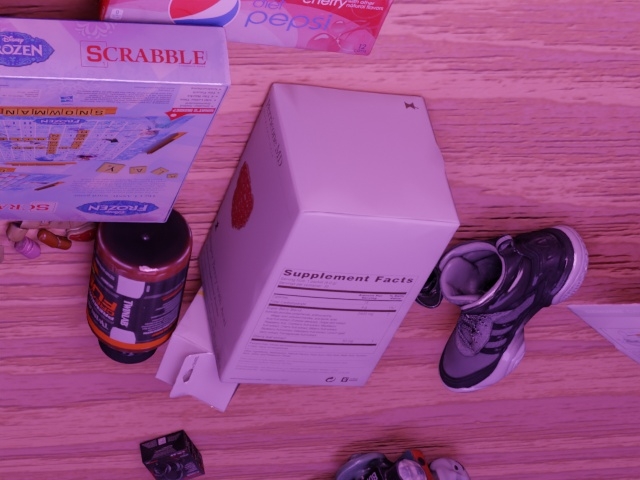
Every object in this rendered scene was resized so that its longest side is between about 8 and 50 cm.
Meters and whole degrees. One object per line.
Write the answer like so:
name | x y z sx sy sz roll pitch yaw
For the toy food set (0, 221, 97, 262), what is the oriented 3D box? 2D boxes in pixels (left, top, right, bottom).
toy food set | -0.292 -0.009 1.915 0.122 0.019 0.078 -11 144 -16

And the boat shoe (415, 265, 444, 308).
boat shoe | 0.118 0.044 2.087 0.049 0.040 0.142 -17 143 5

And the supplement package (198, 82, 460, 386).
supplement package | 0.000 0.000 1.880 0.175 0.177 0.293 4 140 -21

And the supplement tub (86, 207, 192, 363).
supplement tub | -0.200 0.052 1.949 0.106 0.106 0.198 -2 142 -14

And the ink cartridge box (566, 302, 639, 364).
ink cartridge box | 0.517 0.105 2.131 0.308 0.091 0.385 -3 156 37

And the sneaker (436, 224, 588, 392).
sneaker | 0.183 0.078 2.089 0.153 0.101 0.268 5 135 -39

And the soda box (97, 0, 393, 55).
soda box | -0.069 -0.237 1.628 0.263 0.083 0.092 3 140 -20

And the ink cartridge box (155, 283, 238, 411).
ink cartridge box | -0.116 0.114 2.003 0.090 0.143 0.092 27 138 2

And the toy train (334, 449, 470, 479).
toy train | 0.068 0.403 2.476 0.190 0.142 0.334 4 140 -40

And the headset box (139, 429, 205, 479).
headset box | -0.190 0.285 2.317 0.062 0.032 0.083 -18 142 6

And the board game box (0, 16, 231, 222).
board game box | -0.273 -0.107 1.682 0.318 0.066 0.318 1 157 -17
